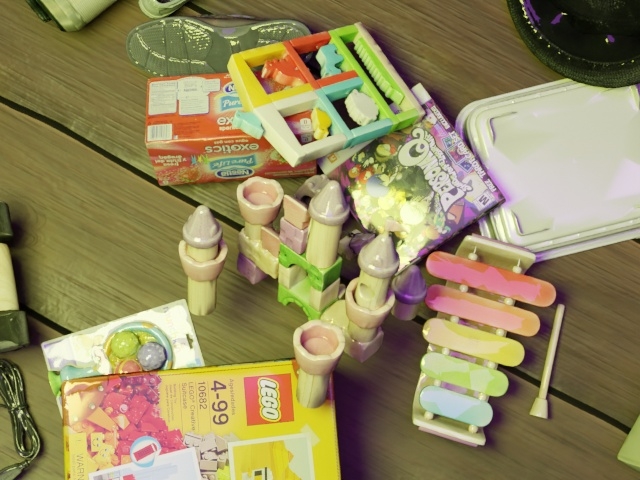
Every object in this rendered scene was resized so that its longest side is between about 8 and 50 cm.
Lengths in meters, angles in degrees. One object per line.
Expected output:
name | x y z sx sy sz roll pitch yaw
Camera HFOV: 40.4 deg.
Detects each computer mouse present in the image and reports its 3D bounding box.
computer mouse | -0.565 0.317 1.347 0.262 0.060 0.184 -25 80 -14

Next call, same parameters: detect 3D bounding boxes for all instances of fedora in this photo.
fedora | 0.461 -0.404 1.362 0.152 0.334 0.334 -22 82 -43

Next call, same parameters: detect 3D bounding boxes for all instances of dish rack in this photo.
dish rack | 0.403 -0.125 1.392 0.332 0.072 0.286 -14 84 -1

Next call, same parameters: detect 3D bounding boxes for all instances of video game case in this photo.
video game case | 0.140 -0.096 1.373 0.210 0.042 0.232 -35 79 8

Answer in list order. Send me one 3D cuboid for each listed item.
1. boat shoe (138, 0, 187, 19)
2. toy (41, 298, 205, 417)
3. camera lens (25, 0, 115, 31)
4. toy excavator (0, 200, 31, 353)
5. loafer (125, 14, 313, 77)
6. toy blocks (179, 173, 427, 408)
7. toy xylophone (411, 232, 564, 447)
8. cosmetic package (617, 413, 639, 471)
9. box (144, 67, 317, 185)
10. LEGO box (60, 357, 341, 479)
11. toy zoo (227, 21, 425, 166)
boat shoe | -0.197 -0.443 1.403 0.079 0.081 0.227 47 73 -19
toy | -0.310 0.191 1.361 0.237 0.056 0.137 -17 85 -2
camera lens | -0.370 -0.480 1.355 0.274 0.219 0.219 -40 85 -4
toy excavator | -0.711 0.114 1.302 0.433 0.445 0.222 -7 80 -42
loafer | -0.158 -0.317 1.415 0.302 0.095 0.109 0 114 4
toy blocks | 0.000 0.000 1.186 0.288 0.260 0.309 35 50 26
toy xylophone | 0.264 0.157 1.352 0.236 0.081 0.323 9 84 0
cosmetic package | 0.674 0.199 1.307 0.230 0.161 0.453 32 84 4
box | -0.135 -0.176 1.353 0.256 0.123 0.128 -4 61 -1
LEGO box | -0.160 0.429 1.232 0.372 0.193 0.500 -4 84 -12
toy zoo | -0.005 -0.218 1.290 0.293 0.030 0.192 -22 71 -32
